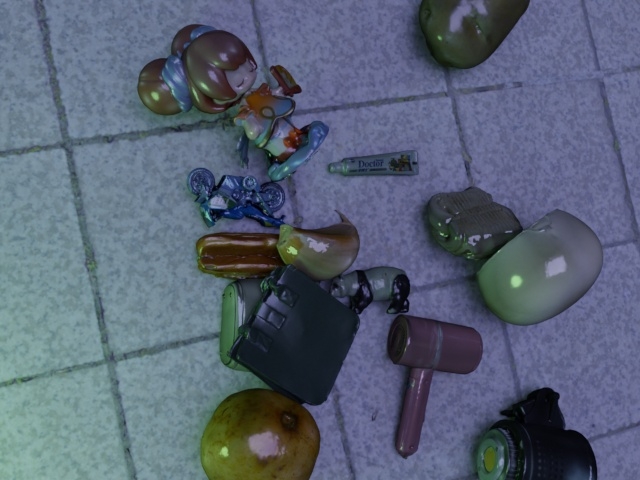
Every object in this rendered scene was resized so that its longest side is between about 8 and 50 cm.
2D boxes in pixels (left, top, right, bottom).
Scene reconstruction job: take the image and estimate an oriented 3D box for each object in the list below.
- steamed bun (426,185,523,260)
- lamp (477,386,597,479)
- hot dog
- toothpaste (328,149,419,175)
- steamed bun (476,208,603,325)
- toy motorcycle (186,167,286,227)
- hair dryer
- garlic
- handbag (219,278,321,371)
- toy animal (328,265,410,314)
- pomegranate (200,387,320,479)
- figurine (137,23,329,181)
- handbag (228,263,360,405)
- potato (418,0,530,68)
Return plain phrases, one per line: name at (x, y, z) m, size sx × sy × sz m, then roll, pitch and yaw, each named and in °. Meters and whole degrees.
steamed bun at (0.385, -0.028, 1.766) m, size 0.217 × 0.144 × 0.211 m, roll -14°, pitch 46°, yaw -17°
lamp at (0.529, 0.570, 1.704) m, size 0.272 × 0.205 × 0.374 m, roll -7°, pitch 69°, yaw -22°
hot dog at (-0.164, 0.038, 1.632) m, size 0.268 × 0.072 × 0.115 m, roll 3°, pitch 82°, yaw -18°
toothpaste at (0.141, -0.195, 1.772) m, size 0.255 × 0.037 × 0.067 m, roll -5°, pitch 85°, yaw -21°
steamed bun at (0.552, 0.082, 1.707) m, size 0.324 × 0.324 × 0.206 m, roll -32°, pitch 73°, yaw -17°
toy motorcycle at (-0.198, -0.089, 1.631) m, size 0.254 × 0.092 × 0.136 m, roll 9°, pitch 90°, yaw -25°
hair dryer at (0.262, 0.373, 1.712) m, size 0.210 × 0.125 × 0.353 m, roll 12°, pitch 90°, yaw -16°
garlic at (0.011, 0.010, 1.636) m, size 0.244 × 0.145 × 0.164 m, roll -16°, pitch 69°, yaw -50°
handbag at (-0.083, 0.208, 1.648) m, size 0.315 × 0.109 × 0.241 m, roll 7°, pitch 83°, yaw -29°
toy animal at (0.124, 0.125, 1.697) m, size 0.225 × 0.094 × 0.121 m, roll -2°, pitch 82°, yaw -15°
pomegranate at (-0.135, 0.454, 1.509) m, size 0.260 × 0.260 × 0.261 m, roll 2°, pitch 83°, yaw -16°
figurine at (-0.191, -0.327, 1.584) m, size 0.388 × 0.248 × 0.277 m, roll 44°, pitch 46°, yaw -20°
handbag at (-0.057, 0.218, 1.560) m, size 0.260 × 0.079 × 0.248 m, roll 39°, pitch 65°, yaw -24°
potato at (0.394, -0.608, 1.797) m, size 0.243 × 0.221 × 0.326 m, roll 36°, pitch 87°, yaw -1°
